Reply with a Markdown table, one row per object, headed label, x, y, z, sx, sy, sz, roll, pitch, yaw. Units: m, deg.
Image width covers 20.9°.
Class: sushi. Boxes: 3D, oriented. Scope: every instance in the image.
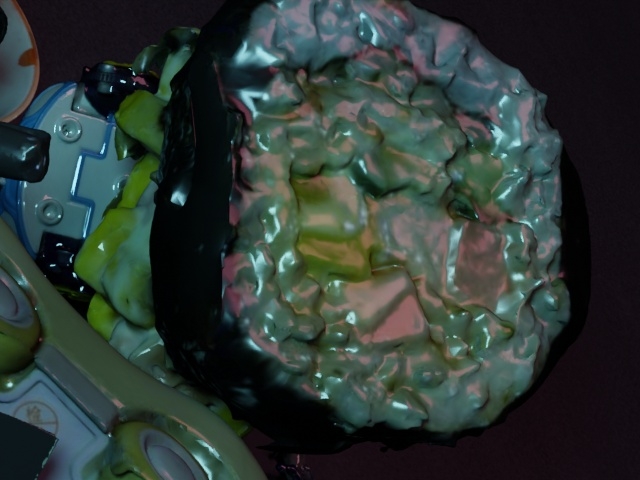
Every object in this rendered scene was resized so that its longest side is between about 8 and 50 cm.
| label | x | y | z | sx | sy | sz | roll | pitch | yaw |
| --- | --- | --- | --- | --- | --- | --- | --- | --- | --- |
| sushi | 0.000 | 0.000 | 1.282 | 0.328 | 0.285 | 0.328 | 3 | 77 | -27 |

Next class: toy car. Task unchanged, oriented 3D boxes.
| label | x | y | z | sx | sy | sz | roll | pitch | yaw |
| --- | --- | --- | --- | --- | --- | --- | --- | --- | --- |
| toy car | -0.127 | -0.029 | 1.462 | 0.314 | 0.166 | 0.198 | 13 | 82 | -22 |
| toy car | -0.210 | 0.142 | 1.146 | 0.336 | 0.242 | 0.226 | 45 | 13 | -8 |

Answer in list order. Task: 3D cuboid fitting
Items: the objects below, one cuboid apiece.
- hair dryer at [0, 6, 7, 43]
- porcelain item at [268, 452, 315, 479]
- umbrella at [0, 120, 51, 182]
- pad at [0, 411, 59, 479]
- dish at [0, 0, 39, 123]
| label | x | y | z | sx | sy | sz | roll | pitch | yaw |
| --- | --- | --- | --- | --- | --- | --- | --- | --- | --- |
| hair dryer | -0.301 | -0.274 | 1.218 | 0.244 | 0.302 | 0.116 | 50 | 43 | 9 |
| porcelain item | -0.026 | 0.218 | 1.484 | 0.075 | 0.021 | 0.136 | 12 | 49 | -39 |
| umbrella | -0.342 | -0.092 | 1.184 | 0.340 | 0.118 | 0.118 | 14 | 31 | 13 |
| pad | -0.279 | 0.186 | 1.010 | 0.163 | 0.243 | 0.004 | 25 | 12 | -22 |
| dish | -0.359 | -0.160 | 1.381 | 0.260 | 0.085 | 0.260 | 27 | 39 | -24 |
